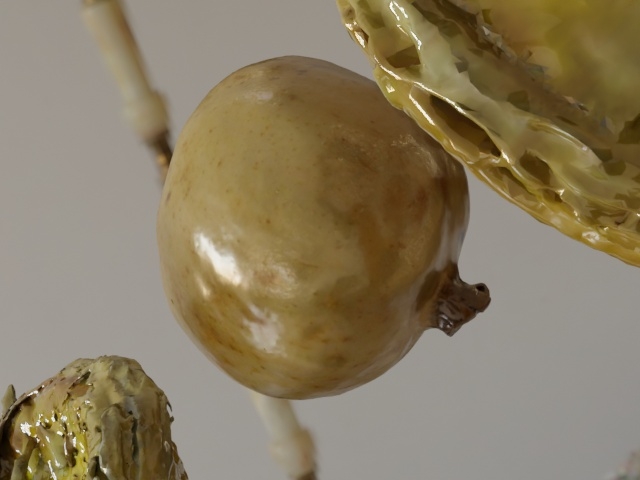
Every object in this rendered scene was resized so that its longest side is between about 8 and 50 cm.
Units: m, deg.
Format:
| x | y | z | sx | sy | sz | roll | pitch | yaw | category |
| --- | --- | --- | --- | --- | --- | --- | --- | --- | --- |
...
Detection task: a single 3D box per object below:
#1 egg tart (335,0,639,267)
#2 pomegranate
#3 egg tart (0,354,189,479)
| x | y | z | sx | sy | sz | roll | pitch | yaw | category |
| --- | --- | --- | --- | --- | --- | --- | --- | --- | --- |
| 0.158 | -0.124 | 0.665 | 0.153 | 0.339 | 0.352 | 122 | 159 | -43 | egg tart |
| -0.012 | -0.014 | 1.612 | 0.307 | 0.307 | 0.307 | -22 | 14 | 6 | pomegranate |
| -0.138 | 0.178 | 0.999 | 0.232 | 0.098 | 0.252 | -44 | 33 | 19 | egg tart |
